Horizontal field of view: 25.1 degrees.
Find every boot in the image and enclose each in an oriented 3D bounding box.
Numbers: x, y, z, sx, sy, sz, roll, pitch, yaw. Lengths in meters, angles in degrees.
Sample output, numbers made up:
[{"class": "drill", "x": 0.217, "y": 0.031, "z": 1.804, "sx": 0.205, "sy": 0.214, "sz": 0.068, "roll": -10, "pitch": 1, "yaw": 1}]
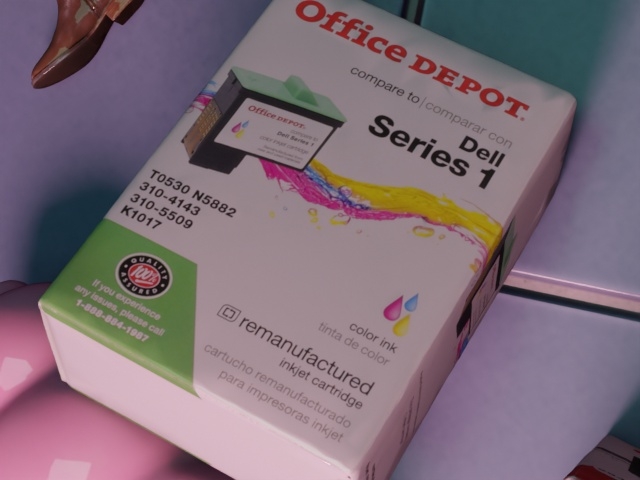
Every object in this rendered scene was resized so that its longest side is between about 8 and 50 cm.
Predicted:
[{"class": "boot", "x": -0.196, "y": -0.179, "z": 1.022, "sx": 0.106, "sy": 0.037, "sz": 0.114, "roll": -43, "pitch": 81, "yaw": -2}]

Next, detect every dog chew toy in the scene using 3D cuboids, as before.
[{"class": "dog chew toy", "x": -0.134, "y": 0.168, "z": 0.923, "sx": 0.206, "sy": 0.206, "sz": 0.332, "roll": -39, "pitch": 71, "yaw": 12}]

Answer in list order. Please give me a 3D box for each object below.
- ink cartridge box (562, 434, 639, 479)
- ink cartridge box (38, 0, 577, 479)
[{"class": "ink cartridge box", "x": 0.209, "y": 0.206, "z": 0.778, "sx": 0.197, "sy": 0.273, "sz": 0.114, "roll": 27, "pitch": 93, "yaw": 15}, {"class": "ink cartridge box", "x": 0.000, "y": 0.000, "z": 0.853, "sx": 0.201, "sy": 0.117, "sz": 0.278, "roll": 27, "pitch": 63, "yaw": 14}]
